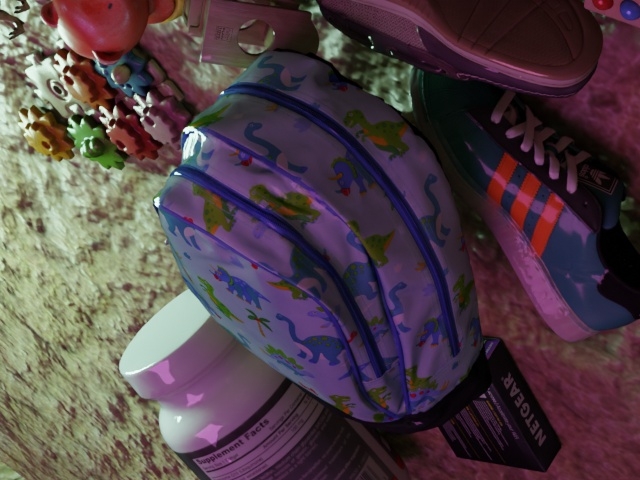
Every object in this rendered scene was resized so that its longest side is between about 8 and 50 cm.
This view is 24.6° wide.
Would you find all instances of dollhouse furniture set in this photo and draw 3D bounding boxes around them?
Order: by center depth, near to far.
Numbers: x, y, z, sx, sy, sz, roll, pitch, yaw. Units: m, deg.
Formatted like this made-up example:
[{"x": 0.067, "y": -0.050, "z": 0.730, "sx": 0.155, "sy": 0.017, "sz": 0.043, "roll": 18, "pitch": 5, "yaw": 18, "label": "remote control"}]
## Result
[{"x": -0.057, "y": -0.254, "z": 1.337, "sx": 0.101, "sy": 0.182, "sz": 0.161, "roll": 7, "pitch": 110, "yaw": -13, "label": "dollhouse furniture set"}]

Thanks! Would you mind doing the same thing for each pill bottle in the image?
[{"x": -0.071, "y": 0.234, "z": 1.848, "sx": 0.363, "sy": 0.210, "sz": 0.210, "roll": 50, "pitch": 148, "yaw": -18, "label": "pill bottle"}]

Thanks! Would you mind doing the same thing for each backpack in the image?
[{"x": 0.000, "y": 0.000, "z": 1.293, "sx": 0.290, "sy": 0.273, "sz": 0.355, "roll": 38, "pitch": 146, "yaw": 27, "label": "backpack"}]

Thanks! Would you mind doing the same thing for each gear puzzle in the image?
[{"x": -0.277, "y": -0.149, "z": 1.715, "sx": 0.175, "sy": 0.044, "sz": 0.339, "roll": 51, "pitch": 148, "yaw": -20, "label": "gear puzzle"}]

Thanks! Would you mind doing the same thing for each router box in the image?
[{"x": 0.179, "y": 0.184, "z": 1.671, "sx": 0.133, "sy": 0.046, "sz": 0.179, "roll": 3, "pitch": 135, "yaw": 45, "label": "router box"}]

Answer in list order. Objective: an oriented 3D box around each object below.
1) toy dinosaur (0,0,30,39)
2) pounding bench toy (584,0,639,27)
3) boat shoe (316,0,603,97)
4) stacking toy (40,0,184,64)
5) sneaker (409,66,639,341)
[{"x": -0.343, "y": -0.260, "z": 1.535, "sx": 0.092, "sy": 0.183, "sz": 0.053, "roll": 48, "pitch": 121, "yaw": 14, "label": "toy dinosaur"}, {"x": 0.229, "y": -0.207, "z": 1.068, "sx": 0.052, "sy": 0.065, "sz": 0.083, "roll": 24, "pitch": 147, "yaw": 24, "label": "pounding bench toy"}, {"x": 0.106, "y": -0.181, "z": 1.209, "sx": 0.285, "sy": 0.103, "sz": 0.092, "roll": 26, "pitch": 153, "yaw": 28, "label": "boat shoe"}, {"x": -0.278, "y": -0.324, "z": 1.395, "sx": 0.309, "sy": 0.130, "sz": 0.279, "roll": 29, "pitch": 149, "yaw": 15, "label": "stacking toy"}, {"x": 0.200, "y": -0.053, "z": 1.289, "sx": 0.121, "sy": 0.108, "sz": 0.302, "roll": -27, "pitch": 107, "yaw": 36, "label": "sneaker"}]
